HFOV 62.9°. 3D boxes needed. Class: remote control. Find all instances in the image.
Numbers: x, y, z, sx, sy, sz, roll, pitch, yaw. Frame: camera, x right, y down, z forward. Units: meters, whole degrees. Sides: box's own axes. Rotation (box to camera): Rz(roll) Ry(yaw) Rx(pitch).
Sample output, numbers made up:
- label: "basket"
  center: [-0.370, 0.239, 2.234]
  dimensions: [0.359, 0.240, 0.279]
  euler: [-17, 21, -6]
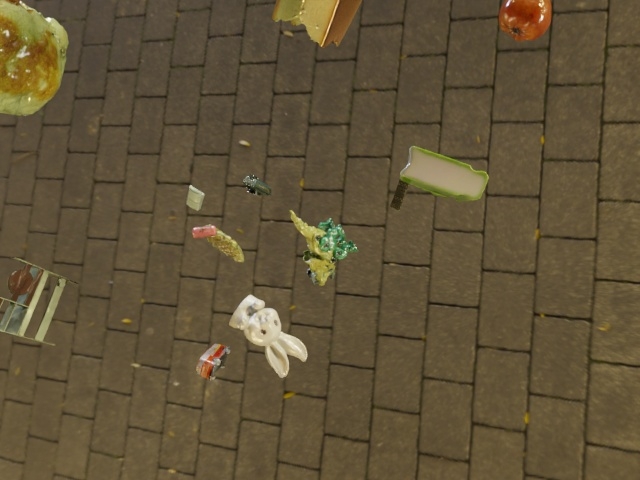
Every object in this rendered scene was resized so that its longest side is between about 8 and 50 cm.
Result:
- label: "remote control"
  center: [-0.475, -0.157, 1.971]
  dimensions: [0.061, 0.162, 0.029]
  euler: [32, 63, -5]

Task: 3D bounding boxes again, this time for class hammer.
- label: "hammer"
  center: [-0.404, -0.031, 1.820]
  dimensions: [0.083, 0.043, 0.043]
  euler: [-8, 81, -14]

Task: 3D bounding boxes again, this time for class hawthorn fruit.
- label: "hawthorn fruit"
  center: [0.491, -0.550, 1.259]
  dimensions: [0.125, 0.125, 0.140]
  euler: [-1, 91, 19]

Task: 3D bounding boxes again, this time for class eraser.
- label: "eraser"
  center: [0.318, -0.169, 1.391]
  dimensions: [0.210, 0.274, 0.092]
  euler: [21, 96, 8]

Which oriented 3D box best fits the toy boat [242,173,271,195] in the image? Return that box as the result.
- label: "toy boat"
  center: [-0.211, -0.181, 1.819]
  dimensions: [0.055, 0.141, 0.060]
  euler: [25, 90, 28]

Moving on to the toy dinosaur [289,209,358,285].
- label: "toy dinosaur"
  center: [0.000, 0.000, 1.432]
  dimensions: [0.153, 0.259, 0.094]
  euler: [-35, 33, -14]

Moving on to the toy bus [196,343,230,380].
- label: "toy bus"
  center: [-0.388, 0.435, 1.887]
  dimensions: [0.077, 0.174, 0.079]
  euler: [22, 103, 6]

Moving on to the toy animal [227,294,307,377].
- label: "toy animal"
  center: [-0.131, 0.245, 1.360]
  dimensions: [0.220, 0.131, 0.104]
  euler: [39, 56, 11]

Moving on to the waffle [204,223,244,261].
- label: "waffle"
  center: [-0.362, 0.014, 1.960]
  dimensions: [0.183, 0.169, 0.036]
  euler: [29, 65, 23]

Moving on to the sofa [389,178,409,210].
- label: "sofa"
  center: [0.279, -0.168, 1.807]
  dimensions: [0.039, 0.060, 0.118]
  euler: [22, 115, 10]

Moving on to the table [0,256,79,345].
- label: "table"
  center: [-0.619, 0.130, 1.108]
  dimensions: [0.062, 0.175, 0.146]
  euler: [4, 69, 27]

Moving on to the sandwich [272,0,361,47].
- label: "sandwich"
  center: [0.008, -0.412, 0.822]
  dimensions: [0.108, 0.220, 0.186]
  euler: [30, 96, 3]

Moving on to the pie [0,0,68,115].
- label: "pie"
  center: [-0.665, -0.395, 1.098]
  dimensions: [0.105, 0.274, 0.257]
  euler: [21, 77, 24]
